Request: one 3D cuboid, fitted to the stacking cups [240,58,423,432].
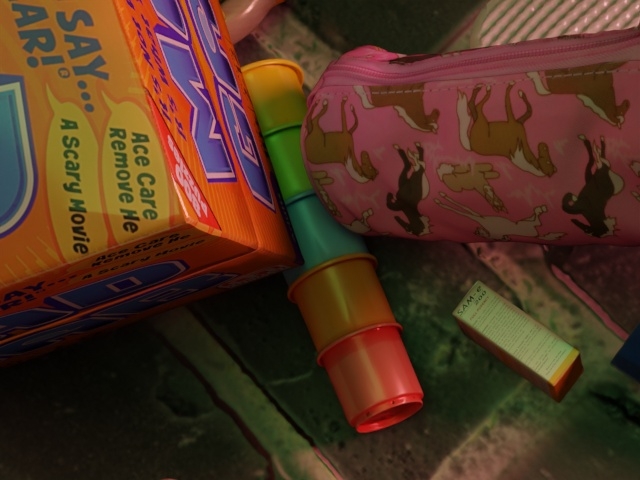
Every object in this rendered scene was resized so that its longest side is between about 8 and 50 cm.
[{"bbox_3d":[0.000,0.000,1.065,0.096,0.096,0.316,-26,66,4],"label":"stacking cups"}]

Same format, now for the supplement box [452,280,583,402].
[{"bbox_3d":[0.155,0.079,1.014,0.098,0.062,0.036,36,83,22],"label":"supplement box"}]

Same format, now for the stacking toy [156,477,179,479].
[{"bbox_3d":[-0.215,0.321,0.989,0.330,0.141,0.141,-32,66,6],"label":"stacking toy"}]

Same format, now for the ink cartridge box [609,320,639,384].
[{"bbox_3d":[0.357,0.007,0.902,0.165,0.065,0.332,33,107,10],"label":"ink cartridge box"}]

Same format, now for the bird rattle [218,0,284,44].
[{"bbox_3d":[-0.143,-0.225,1.197,0.207,0.143,0.253,-35,52,-13],"label":"bird rattle"}]

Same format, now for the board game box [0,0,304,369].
[{"bbox_3d":[-0.259,-0.103,0.899,0.356,0.356,0.356,-19,82,8],"label":"board game box"}]

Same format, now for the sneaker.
[{"bbox_3d":[0.283,-0.133,1.030,0.321,0.127,0.126,7,69,26],"label":"sneaker"}]

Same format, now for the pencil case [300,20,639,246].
[{"bbox_3d":[0.154,-0.077,0.919,0.386,0.160,0.167,-1,98,49],"label":"pencil case"}]
